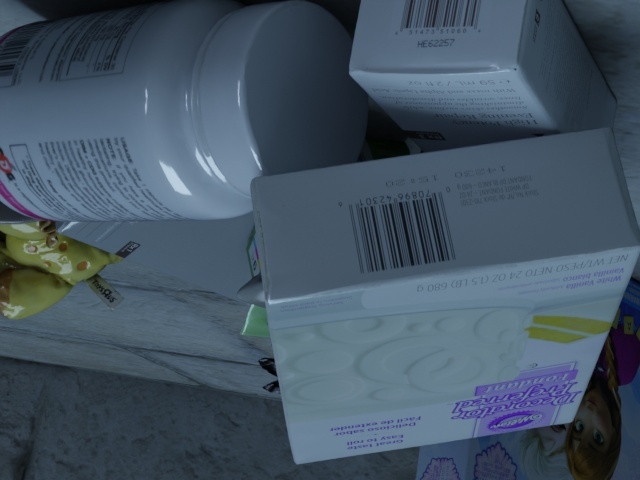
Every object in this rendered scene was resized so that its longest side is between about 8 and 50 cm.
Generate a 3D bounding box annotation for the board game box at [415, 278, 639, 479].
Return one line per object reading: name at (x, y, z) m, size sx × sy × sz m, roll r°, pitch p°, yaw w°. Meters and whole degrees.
board game box at (0.237, 0.164, 1.355) m, size 0.066 × 0.317 × 0.319 m, roll -7°, pitch 157°, yaw 45°

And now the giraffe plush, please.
giraffe plush at (-0.327, -0.020, 1.478) m, size 0.210 × 0.181 × 0.170 m, roll 19°, pitch 149°, yaw 30°

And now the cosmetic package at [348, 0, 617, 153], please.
cosmetic package at (0.119, -0.103, 0.886) m, size 0.117 × 0.085 × 0.231 m, roll 4°, pitch 163°, yaw 28°

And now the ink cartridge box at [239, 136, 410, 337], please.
ink cartridge box at (0.000, 0.000, 1.181) m, size 0.109 × 0.062 × 0.209 m, roll 5°, pitch 133°, yaw -20°

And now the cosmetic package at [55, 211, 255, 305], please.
cosmetic package at (-0.121, -0.038, 1.225) m, size 0.238 × 0.107 × 0.127 m, roll 24°, pitch 128°, yaw -37°

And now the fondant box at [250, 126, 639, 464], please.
fondant box at (0.083, 0.055, 0.952) m, size 0.238 × 0.096 × 0.330 m, roll -8°, pitch 154°, yaw -2°

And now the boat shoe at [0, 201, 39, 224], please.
boat shoe at (-0.413, -0.066, 1.319) m, size 0.325 × 0.123 × 0.116 m, roll 3°, pitch -170°, yaw -15°

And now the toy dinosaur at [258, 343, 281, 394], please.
toy dinosaur at (0.069, 0.096, 1.436) m, size 0.218 × 0.164 × 0.322 m, roll -1°, pitch -167°, yaw -45°

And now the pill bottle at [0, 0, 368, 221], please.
pill bottle at (-0.116, -0.094, 0.959) m, size 0.283 × 0.160 × 0.160 m, roll 1°, pitch 162°, yaw 39°

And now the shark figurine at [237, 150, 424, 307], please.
shark figurine at (0.064, -0.011, 1.062) m, size 0.166 × 0.116 × 0.278 m, roll 11°, pitch 132°, yaw -27°
